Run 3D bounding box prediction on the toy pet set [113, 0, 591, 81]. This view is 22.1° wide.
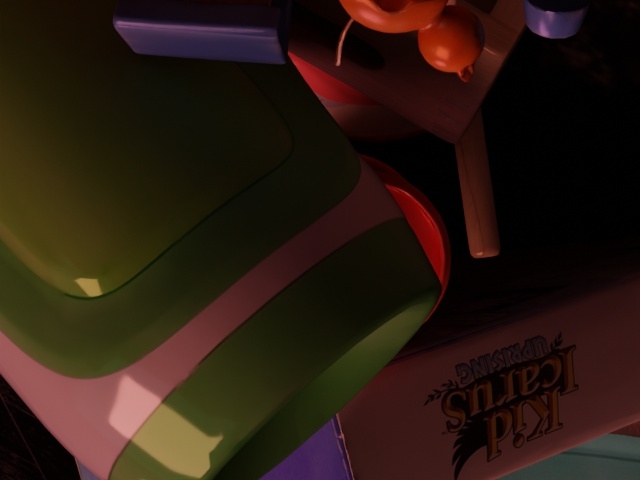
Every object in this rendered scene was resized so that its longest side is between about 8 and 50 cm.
[{"bbox_3d":[0.006,-0.067,0.424,0.114,0.122,0.065,4,129,2],"label":"toy pet set"}]

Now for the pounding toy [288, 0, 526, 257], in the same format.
[{"bbox_3d":[0.035,-0.093,0.541,0.141,0.130,0.100,30,160,3],"label":"pounding toy"}]

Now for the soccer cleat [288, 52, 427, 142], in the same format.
[{"bbox_3d":[-0.047,-0.091,0.647,0.248,0.083,0.095,11,165,-23],"label":"soccer cleat"}]

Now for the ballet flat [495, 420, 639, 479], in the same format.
[{"bbox_3d":[0.223,0.101,0.746,0.147,0.147,0.409,44,158,-30],"label":"ballet flat"}]

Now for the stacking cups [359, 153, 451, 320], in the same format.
[{"bbox_3d":[0.000,0.000,0.719,0.096,0.096,0.316,36,179,-12],"label":"stacking cups"}]

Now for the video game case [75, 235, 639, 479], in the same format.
[{"bbox_3d":[0.042,0.057,0.746,0.269,0.244,0.061,-8,97,60],"label":"video game case"}]

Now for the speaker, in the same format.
[{"bbox_3d":[-0.100,-0.056,0.516,0.296,0.131,0.131,47,162,11],"label":"speaker"}]
